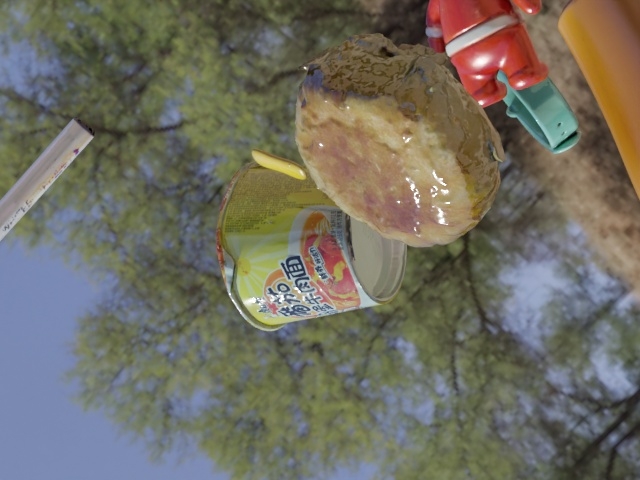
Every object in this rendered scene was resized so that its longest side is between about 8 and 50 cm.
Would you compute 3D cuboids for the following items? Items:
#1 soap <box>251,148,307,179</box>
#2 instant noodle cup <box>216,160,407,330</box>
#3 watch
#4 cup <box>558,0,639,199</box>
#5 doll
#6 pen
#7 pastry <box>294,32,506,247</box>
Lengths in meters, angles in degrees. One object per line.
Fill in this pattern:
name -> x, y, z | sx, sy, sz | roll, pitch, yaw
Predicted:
soap -> -0.055, -0.102, 1.448 | 0.089, 0.012, 0.034 | 22, 154, 27
instant noodle cup -> 0.000, 0.000, 1.606 | 0.264, 0.200, 0.264 | 21, -113, -60
watch -> 0.309, -0.226, 1.626 | 0.195, 0.068, 0.237 | 51, -174, -10
cup -> 0.361, -0.145, 1.005 | 0.264, 0.226, 0.182 | 61, -174, 12
doll -> 0.183, -0.342, 1.387 | 0.105, 0.200, 0.336 | -22, -90, -36
pen -> -0.339, -0.025, 1.161 | 0.033, 0.269, 0.033 | 42, 180, 0
pastry -> 0.086, -0.105, 1.168 | 0.257, 0.121, 0.236 | 15, 142, 42
